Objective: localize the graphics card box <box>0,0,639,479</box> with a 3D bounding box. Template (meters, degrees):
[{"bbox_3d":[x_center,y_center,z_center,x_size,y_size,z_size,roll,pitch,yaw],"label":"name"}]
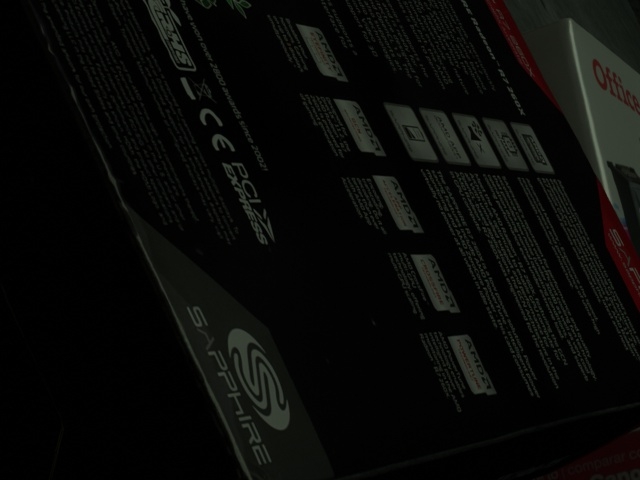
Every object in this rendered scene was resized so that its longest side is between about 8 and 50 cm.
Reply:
[{"bbox_3d":[-0.007,-0.016,0.613,0.371,0.094,0.233,-1,62,-63],"label":"graphics card box"}]

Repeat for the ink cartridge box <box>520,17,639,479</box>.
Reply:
[{"bbox_3d":[0.156,0.051,1.049,0.226,0.131,0.306,19,58,-62],"label":"ink cartridge box"}]
